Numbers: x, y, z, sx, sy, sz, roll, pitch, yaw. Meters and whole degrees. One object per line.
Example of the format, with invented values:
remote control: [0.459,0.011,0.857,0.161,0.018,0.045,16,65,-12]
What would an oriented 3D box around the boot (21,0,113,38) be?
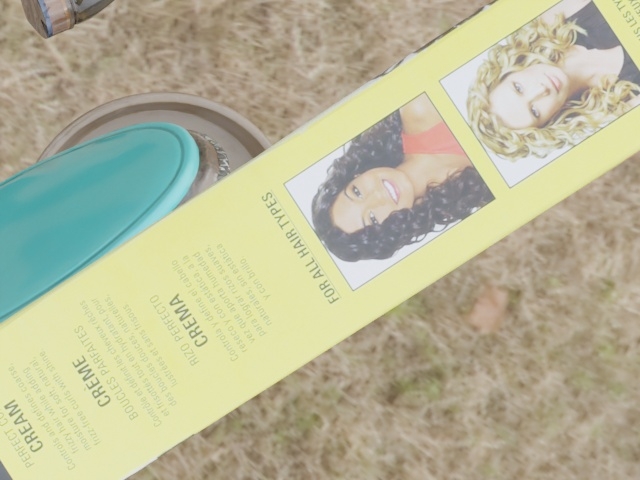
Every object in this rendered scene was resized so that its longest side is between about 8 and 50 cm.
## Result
boot: [-0.217,-0.248,1.044,0.106,0.219,0.082,-24,141,-17]

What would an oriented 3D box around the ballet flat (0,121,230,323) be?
ballet flat: [-0.253,0.089,0.788,0.483,0.164,0.182,-25,130,3]

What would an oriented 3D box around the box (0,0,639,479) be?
box: [0.000,0.000,0.373,0.232,0.087,0.058,-33,88,2]

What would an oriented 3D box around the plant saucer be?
plant saucer: [-0.161,-0.015,1.258,0.278,0.041,0.278,-5,109,-15]
